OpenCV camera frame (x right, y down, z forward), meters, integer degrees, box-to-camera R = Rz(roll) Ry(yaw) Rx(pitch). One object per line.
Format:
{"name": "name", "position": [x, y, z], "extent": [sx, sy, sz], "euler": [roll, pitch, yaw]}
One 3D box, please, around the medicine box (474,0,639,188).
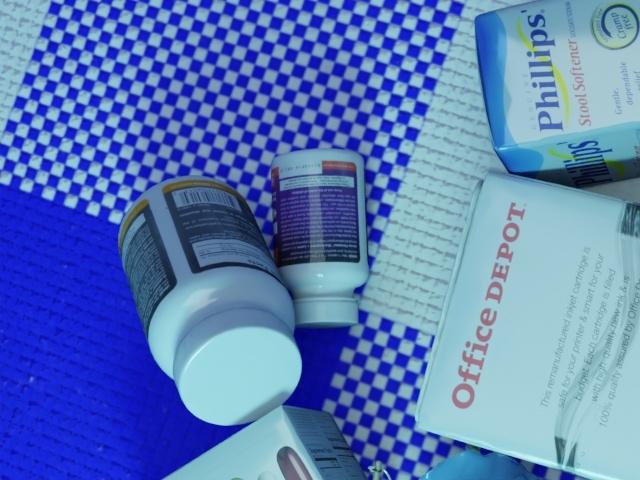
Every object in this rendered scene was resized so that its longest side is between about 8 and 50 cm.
{"name": "medicine box", "position": [0.327, -0.161, 1.723], "extent": [0.289, 0.263, 0.149], "euler": [-11, 78, 13]}

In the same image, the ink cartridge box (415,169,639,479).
{"name": "ink cartridge box", "position": [0.331, 0.115, 1.733], "extent": [0.394, 0.166, 0.286], "euler": [15, 85, 16]}

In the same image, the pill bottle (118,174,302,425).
{"name": "pill bottle", "position": [-0.119, 0.063, 1.796], "extent": [0.162, 0.162, 0.278], "euler": [-35, 39, 7]}

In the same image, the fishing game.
{"name": "fishing game", "position": [0.162, 0.314, 1.763], "extent": [0.264, 0.041, 0.189], "euler": [10, 84, -19]}

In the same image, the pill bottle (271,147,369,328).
{"name": "pill bottle", "position": [0.000, 0.000, 1.865], "extent": [0.108, 0.108, 0.194], "euler": [-4, 81, 14]}

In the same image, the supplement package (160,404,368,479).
{"name": "supplement package", "position": [-0.089, 0.308, 1.793], "extent": [0.262, 0.204, 0.145], "euler": [-33, 75, 8]}
